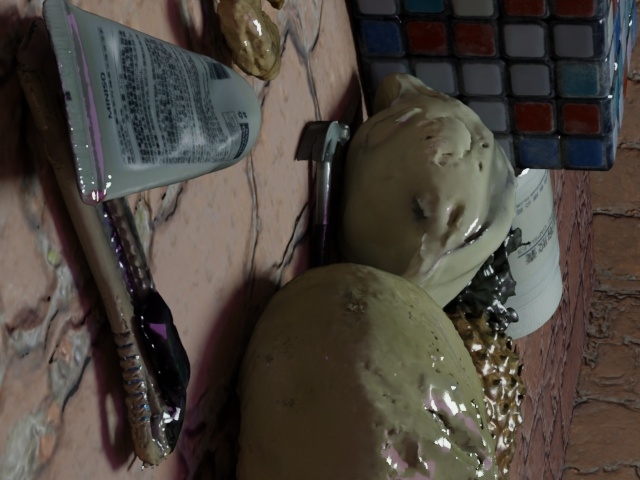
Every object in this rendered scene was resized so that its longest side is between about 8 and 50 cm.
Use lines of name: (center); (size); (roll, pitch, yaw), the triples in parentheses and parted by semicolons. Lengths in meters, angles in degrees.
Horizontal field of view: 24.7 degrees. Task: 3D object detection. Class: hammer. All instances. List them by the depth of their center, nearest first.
hammer: (0.000, 0.000, 1.504); (0.103, 0.029, 0.246); (-13, 106, -73)

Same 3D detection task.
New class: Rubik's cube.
Rubik's cube: (0.214, -0.277, 1.728); (0.292, 0.293, 0.287); (78, 22, -43)

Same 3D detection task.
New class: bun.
bun: (0.047, 0.181, 1.344); (0.362, 0.235, 0.326); (-46, 131, -75)

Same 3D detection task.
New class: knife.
knife: (-0.140, 0.010, 1.006); (0.089, 0.043, 0.365); (-81, 163, -53)

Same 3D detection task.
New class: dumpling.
dumpling: (0.112, -0.023, 1.597); (0.318, 0.187, 0.243); (-92, -174, -46)

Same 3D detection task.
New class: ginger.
ginger: (-0.054, -0.248, 1.245); (0.149, 0.065, 0.258); (86, 7, -65)

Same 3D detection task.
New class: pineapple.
pineapple: (0.163, 0.134, 1.688); (0.362, 0.202, 0.202); (-66, 155, -24)

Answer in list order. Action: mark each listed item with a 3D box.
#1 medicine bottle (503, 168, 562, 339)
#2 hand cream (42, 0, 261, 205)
medicine bottle: (0.215, -0.025, 1.932); (0.332, 0.190, 0.190); (72, 26, -50)
hand cream: (-0.112, -0.087, 1.004); (0.341, 0.078, 0.124); (-11, 91, -76)
